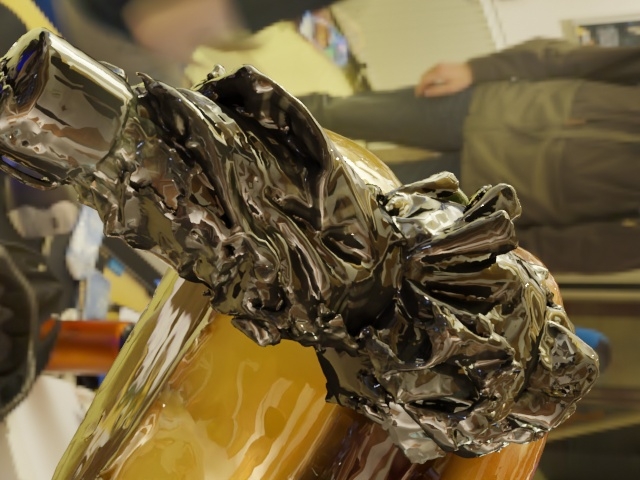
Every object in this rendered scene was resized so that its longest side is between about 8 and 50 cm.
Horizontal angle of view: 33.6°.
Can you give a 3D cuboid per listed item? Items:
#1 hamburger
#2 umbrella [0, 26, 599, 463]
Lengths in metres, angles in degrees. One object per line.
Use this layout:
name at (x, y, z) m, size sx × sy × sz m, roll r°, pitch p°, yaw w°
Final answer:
hamburger at (-0.008, 0.138, 0.776) m, size 0.396 × 0.277 × 0.396 m, roll -56°, pitch -170°, yaw 16°
umbrella at (0.004, -0.009, 0.507) m, size 0.336 × 0.128 × 0.154 m, roll 40°, pitch 42°, yaw -26°
